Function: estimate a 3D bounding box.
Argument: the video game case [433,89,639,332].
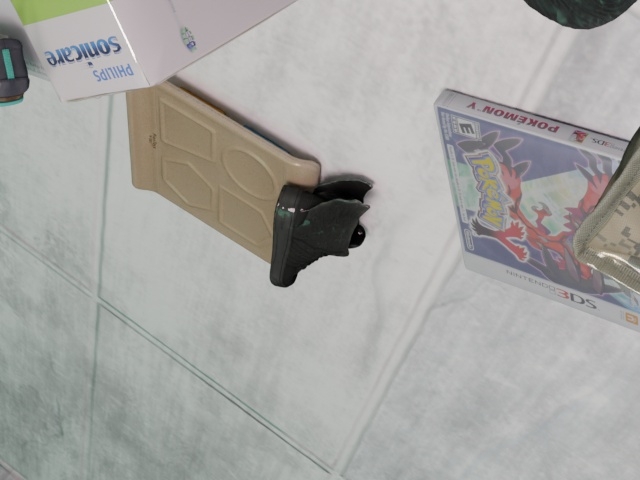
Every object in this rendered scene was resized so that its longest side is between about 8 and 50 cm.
[{"bbox_3d":[0.186,-0.020,1.113,0.183,0.023,0.201,21,145,31],"label":"video game case"}]

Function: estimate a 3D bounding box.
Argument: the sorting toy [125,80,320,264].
[{"bbox_3d":[-0.096,-0.069,1.370,0.208,0.038,0.193,28,149,13],"label":"sorting toy"}]

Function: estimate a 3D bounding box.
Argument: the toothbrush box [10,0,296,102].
[{"bbox_3d":[-0.128,-0.264,0.903,0.122,0.206,0.283,-3,119,51],"label":"toothbrush box"}]

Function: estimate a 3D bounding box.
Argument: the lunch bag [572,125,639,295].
[{"bbox_3d":[0.277,-0.096,0.680,0.169,0.235,0.287,34,150,7],"label":"lunch bag"}]

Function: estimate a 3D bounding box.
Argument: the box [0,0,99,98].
[{"bbox_3d":[-0.249,-0.246,1.211,0.181,0.119,0.182,21,146,31],"label":"box"}]

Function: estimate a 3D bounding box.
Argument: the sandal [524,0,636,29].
[{"bbox_3d":[0.125,-0.280,0.736,0.167,0.107,0.446,27,148,22],"label":"sandal"}]

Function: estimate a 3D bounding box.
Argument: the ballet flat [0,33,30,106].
[{"bbox_3d":[-0.324,-0.171,1.223,0.203,0.074,0.074,20,146,45],"label":"ballet flat"}]

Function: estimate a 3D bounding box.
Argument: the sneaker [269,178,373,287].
[{"bbox_3d":[0.001,-0.002,1.307,0.089,0.051,0.170,12,144,5],"label":"sneaker"}]
